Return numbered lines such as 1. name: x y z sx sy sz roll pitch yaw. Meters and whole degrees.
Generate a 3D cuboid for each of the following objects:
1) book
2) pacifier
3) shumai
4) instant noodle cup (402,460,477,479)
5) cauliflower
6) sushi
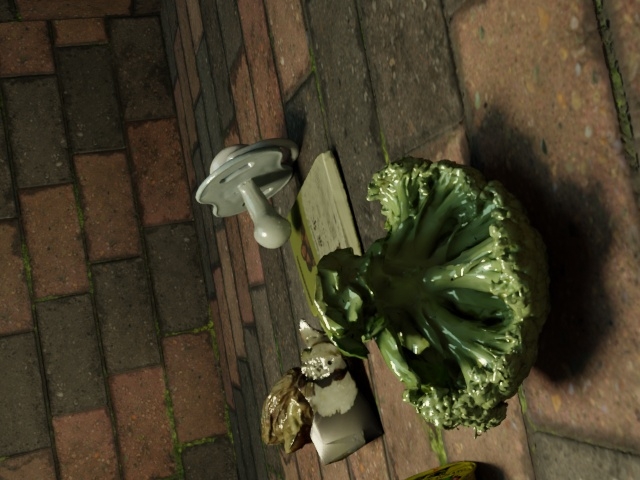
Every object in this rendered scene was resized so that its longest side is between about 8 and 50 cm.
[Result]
1. book: 0.000 0.000 1.399 0.352 0.035 0.239 124 133 -65
2. pacifier: -0.124 -0.090 1.464 0.226 0.238 0.287 63 178 12
3. shumai: -0.055 0.421 1.646 0.153 0.161 0.210 29 106 41
4. instant noodle cup: 0.151 0.399 0.920 0.144 0.182 0.182 68 160 11
5. cauliflower: 0.109 0.062 0.742 0.275 0.250 0.272 -123 31 -62
6. sushi: 0.023 0.282 1.355 0.273 0.134 0.109 66 -170 14
